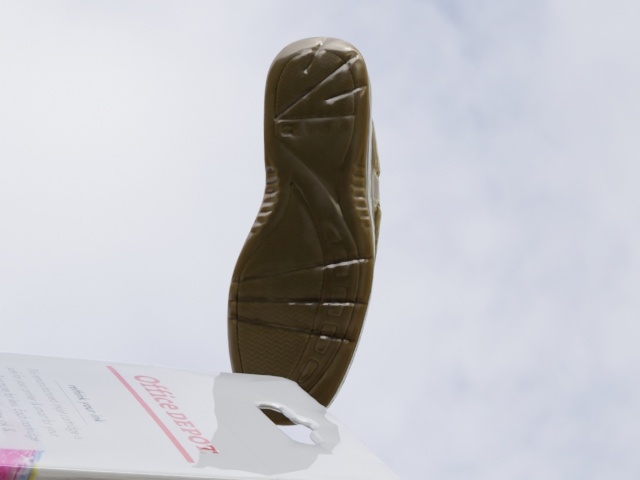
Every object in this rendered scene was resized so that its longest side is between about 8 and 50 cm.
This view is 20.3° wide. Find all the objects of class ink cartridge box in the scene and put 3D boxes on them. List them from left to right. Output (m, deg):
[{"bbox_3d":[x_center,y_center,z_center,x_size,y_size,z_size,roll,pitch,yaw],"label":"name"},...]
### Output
[{"bbox_3d":[-0.081,0.069,0.460,0.181,0.104,0.061,6,-80,-21],"label":"ink cartridge box"}]

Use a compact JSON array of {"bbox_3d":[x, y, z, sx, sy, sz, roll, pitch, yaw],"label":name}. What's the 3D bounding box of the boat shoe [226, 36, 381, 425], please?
[{"bbox_3d":[0.000,0.000,0.610,0.045,0.050,0.135,55,-138,-68],"label":"boat shoe"}]
